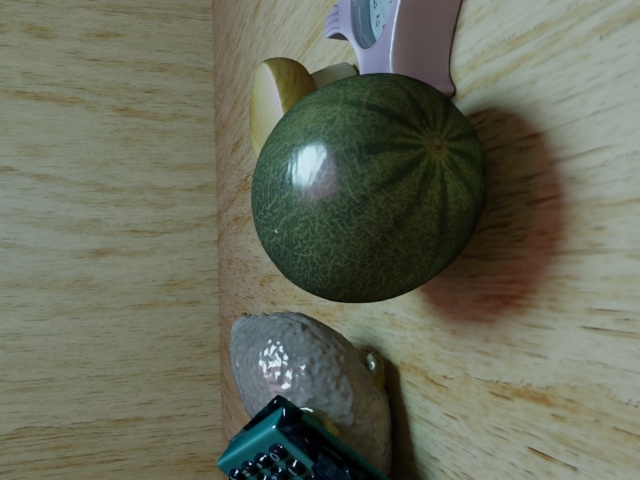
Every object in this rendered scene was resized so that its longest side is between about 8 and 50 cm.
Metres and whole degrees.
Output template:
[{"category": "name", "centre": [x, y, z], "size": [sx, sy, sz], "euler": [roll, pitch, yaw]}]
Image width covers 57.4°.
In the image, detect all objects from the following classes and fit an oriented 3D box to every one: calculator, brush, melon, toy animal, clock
[{"category": "calculator", "centre": [-0.004, 0.339, 0.779], "size": [0.058, 0.274, 0.248], "euler": [-51, 3, -43]}, {"category": "brush", "centre": [-0.010, -0.182, 0.926], "size": [0.267, 0.166, 0.174], "euler": [-116, 31, -52]}, {"category": "melon", "centre": [0.048, -0.051, 0.630], "size": [0.301, 0.237, 0.238], "euler": [148, 119, -70]}, {"category": "toy animal", "centre": [-0.015, 0.223, 0.886], "size": [0.358, 0.188, 0.227], "euler": [41, 140, 23]}, {"category": "clock", "centre": [0.083, -0.294, 0.773], "size": [0.290, 0.080, 0.276], "euler": [-163, 73, -72]}]
